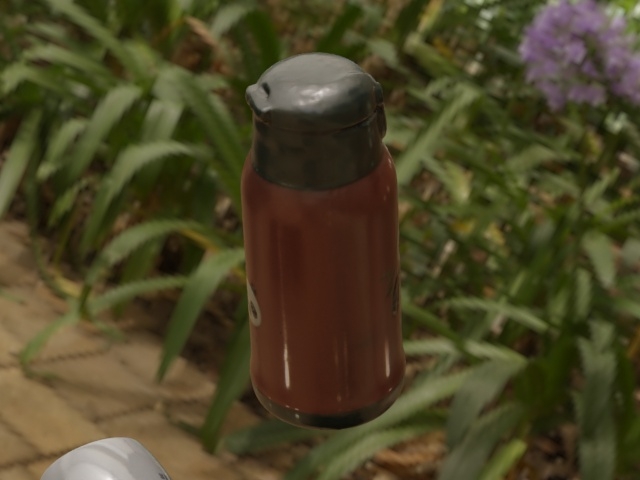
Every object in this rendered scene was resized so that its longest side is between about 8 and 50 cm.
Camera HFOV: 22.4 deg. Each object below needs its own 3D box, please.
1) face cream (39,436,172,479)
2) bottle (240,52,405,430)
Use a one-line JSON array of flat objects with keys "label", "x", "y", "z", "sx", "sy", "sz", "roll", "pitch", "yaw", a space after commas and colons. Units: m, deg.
[{"label": "face cream", "x": -0.165, "y": 0.223, "z": 1.281, "sx": 0.117, "sy": 0.117, "sz": 0.104, "roll": 8, "pitch": 45, "yaw": -46}, {"label": "bottle", "x": 0.000, "y": 0.000, "z": 1.396, "sx": 0.144, "sy": 0.336, "sz": 0.144, "roll": -2, "pitch": 37, "yaw": 2}]
